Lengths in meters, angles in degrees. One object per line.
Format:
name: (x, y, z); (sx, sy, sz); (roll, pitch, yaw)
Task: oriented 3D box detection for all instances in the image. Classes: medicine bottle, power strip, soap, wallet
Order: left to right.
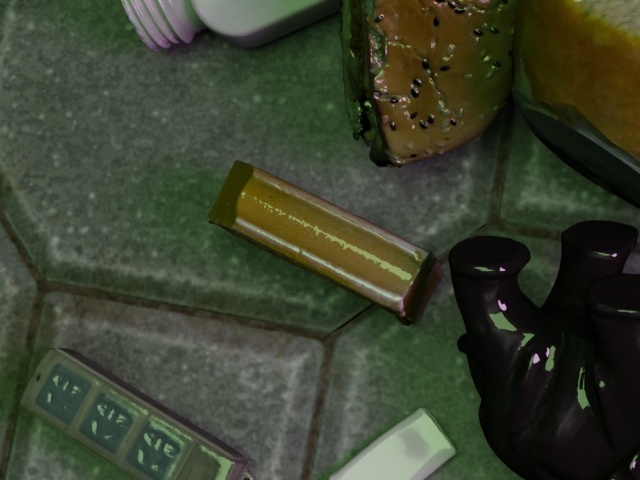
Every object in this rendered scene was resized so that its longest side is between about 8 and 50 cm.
power strip: (-0.196, 0.197, 1.353); (0.272, 0.052, 0.078); (29, 89, 16)
medicine bottle: (-0.052, -0.309, 1.364); (0.324, 0.124, 0.179); (-23, 84, 7)
soap: (0.000, 0.000, 1.294); (0.232, 0.140, 0.073); (26, 85, 16)
wallet: (0.072, 0.223, 1.302); (0.122, 0.025, 0.061); (-39, 73, 4)

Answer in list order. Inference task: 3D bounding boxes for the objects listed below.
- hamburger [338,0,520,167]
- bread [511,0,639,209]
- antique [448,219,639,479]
hamburger: (0.112, -0.215, 1.242); (0.192, 0.168, 0.288); (-5, 116, 1)
bread: (0.351, -0.129, 1.117); (0.264, 0.239, 0.395); (-46, 55, -12)
antique: (0.273, 0.131, 1.166); (0.322, 0.185, 0.255); (13, 117, 35)
